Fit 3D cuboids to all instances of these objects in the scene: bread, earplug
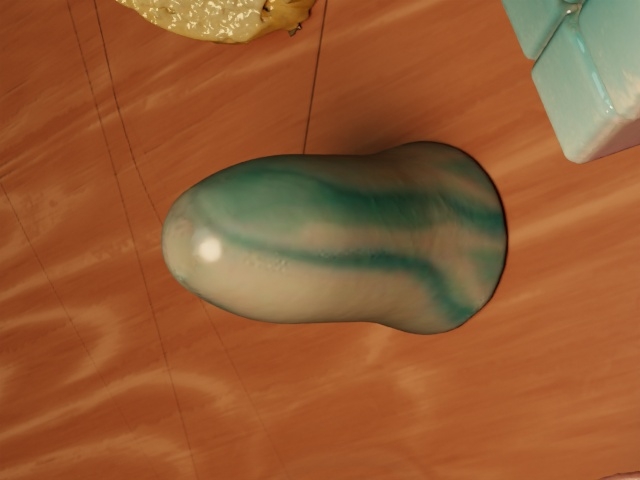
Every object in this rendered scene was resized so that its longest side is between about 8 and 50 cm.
[{"bbox_3d":[-0.095,-0.303,1.294,0.211,0.224,0.184,41,117,-17],"label":"bread"},{"bbox_3d":[0.000,0.000,1.070,0.185,0.324,0.185,1,91,38],"label":"earplug"}]

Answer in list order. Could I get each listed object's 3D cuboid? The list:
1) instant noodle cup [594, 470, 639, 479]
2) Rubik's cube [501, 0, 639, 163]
[{"bbox_3d":[0.294,0.266,0.904,0.243,0.231,0.243,2,93,38],"label":"instant noodle cup"},{"bbox_3d":[0.272,-0.273,0.768,0.316,0.319,0.321,112,139,-77],"label":"Rubik's cube"}]
